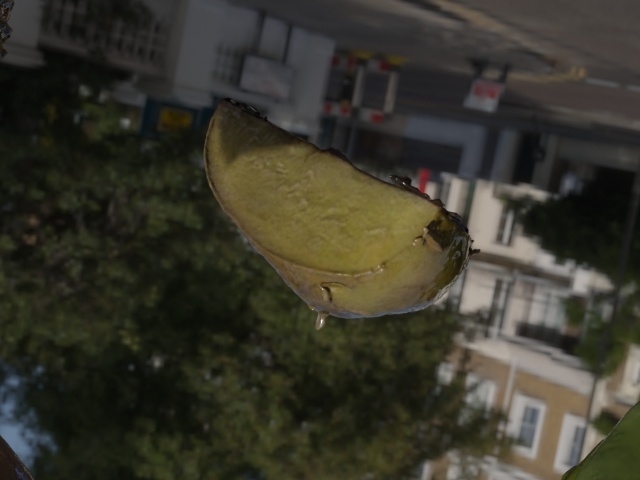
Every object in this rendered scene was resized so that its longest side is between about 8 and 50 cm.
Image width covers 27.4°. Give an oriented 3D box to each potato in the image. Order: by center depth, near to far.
[{"bbox_3d":[0.000,0.000,0.743,0.172,0.089,0.100,28,172,31],"label":"potato"}]

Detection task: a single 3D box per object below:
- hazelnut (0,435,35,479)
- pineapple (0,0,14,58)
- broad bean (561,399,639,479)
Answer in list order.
[{"bbox_3d":[-0.319,0.235,1.040,0.217,0.251,0.217,15,-142,-12],"label":"hazelnut"},{"bbox_3d":[-0.094,-0.070,0.311,0.058,0.058,0.124,10,164,-19],"label":"pineapple"},{"bbox_3d":[0.250,0.169,0.843,0.228,0.169,0.100,-11,151,15],"label":"broad bean"}]
